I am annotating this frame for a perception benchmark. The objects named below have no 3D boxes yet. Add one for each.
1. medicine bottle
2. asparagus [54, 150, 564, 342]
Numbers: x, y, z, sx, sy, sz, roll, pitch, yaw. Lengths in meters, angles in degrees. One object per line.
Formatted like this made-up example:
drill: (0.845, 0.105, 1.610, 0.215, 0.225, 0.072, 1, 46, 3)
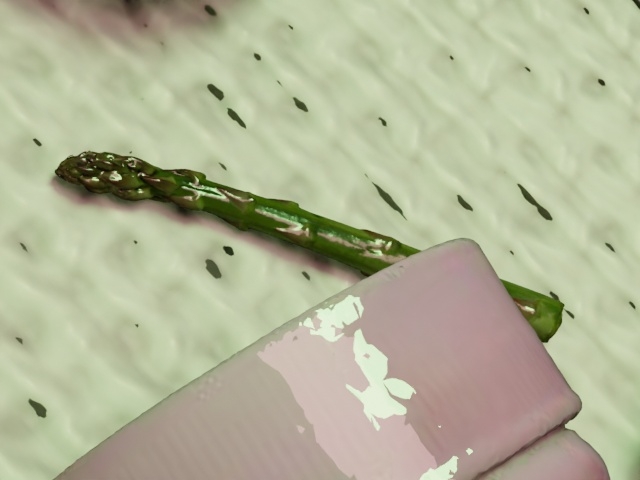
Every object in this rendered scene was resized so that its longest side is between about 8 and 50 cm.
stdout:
medicine bottle: (0.056, 0.187, 0.702, 0.212, 0.212, 0.325, -26, 80, -31)
asparagus: (0.000, 0.000, 0.871, 0.248, 0.025, 0.024, 19, 104, -16)
